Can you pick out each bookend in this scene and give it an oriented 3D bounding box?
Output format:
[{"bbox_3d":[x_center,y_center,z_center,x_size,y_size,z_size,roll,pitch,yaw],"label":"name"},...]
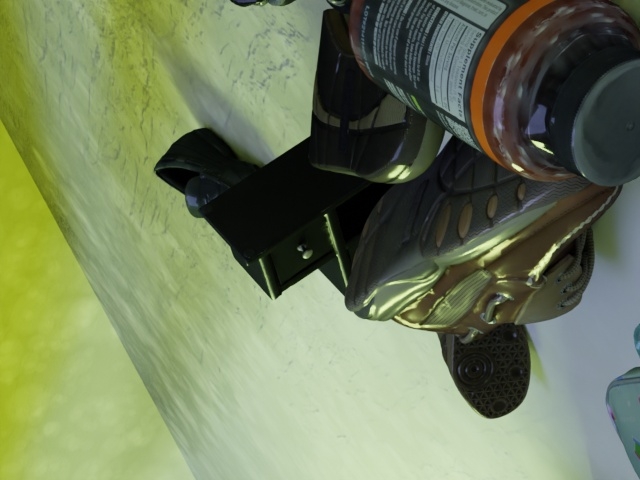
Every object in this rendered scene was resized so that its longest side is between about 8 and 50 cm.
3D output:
[{"bbox_3d":[0.000,0.000,1.427,0.072,0.157,0.156,46,162,36],"label":"bookend"}]

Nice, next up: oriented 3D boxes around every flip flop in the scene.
[{"bbox_3d":[0.048,-0.095,1.194,0.277,0.080,0.112,-145,60,-72],"label":"flip flop"}]

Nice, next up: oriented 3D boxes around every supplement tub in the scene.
[{"bbox_3d":[0.107,-0.098,0.962,0.198,0.106,0.106,38,158,49],"label":"supplement tub"}]

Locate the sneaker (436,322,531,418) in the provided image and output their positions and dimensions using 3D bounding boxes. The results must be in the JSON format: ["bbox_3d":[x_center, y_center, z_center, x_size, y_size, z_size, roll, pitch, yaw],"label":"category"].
[{"bbox_3d":[0.114,0.050,1.391,0.071,0.066,0.188,-114,2,-67],"label":"sneaker"}]

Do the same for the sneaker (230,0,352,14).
[{"bbox_3d":[-0.011,-0.181,1.104,0.086,0.132,0.228,54,166,9],"label":"sneaker"}]

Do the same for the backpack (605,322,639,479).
[{"bbox_3d":[0.246,0.104,0.880,0.188,0.144,0.166,53,161,-1],"label":"backpack"}]

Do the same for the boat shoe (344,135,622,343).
[{"bbox_3d":[0.123,-0.009,1.135,0.116,0.123,0.324,24,161,-12],"label":"boat shoe"}]

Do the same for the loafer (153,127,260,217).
[{"bbox_3d":[-0.099,-0.047,1.810,0.223,0.078,0.076,38,158,51],"label":"loafer"}]
